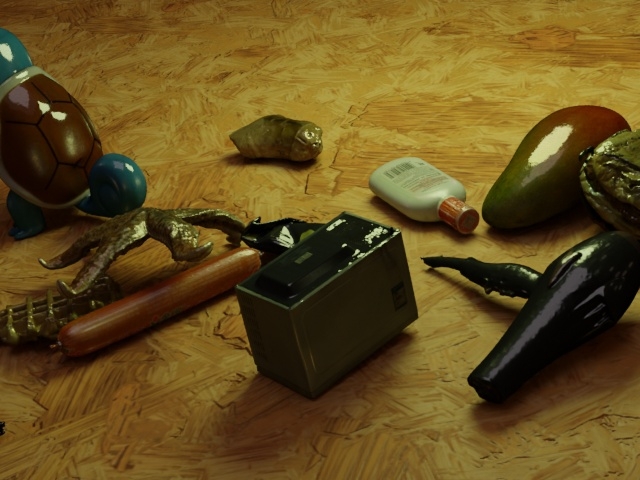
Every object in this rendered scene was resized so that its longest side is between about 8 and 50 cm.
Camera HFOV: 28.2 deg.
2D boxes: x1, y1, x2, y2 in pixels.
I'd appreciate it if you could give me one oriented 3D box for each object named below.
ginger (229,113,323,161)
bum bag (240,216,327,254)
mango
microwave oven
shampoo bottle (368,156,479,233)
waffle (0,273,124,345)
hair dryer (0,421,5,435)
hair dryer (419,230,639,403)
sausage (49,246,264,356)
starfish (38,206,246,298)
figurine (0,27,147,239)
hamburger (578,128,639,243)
[{"bbox_3d":[-0.072,-0.177,2.223,0.190,0.069,0.095,9,29,31],"label":"ginger"},{"bbox_3d":[0.000,0.000,1.889,0.232,0.060,0.106,8,17,28],"label":"bum bag"},{"bbox_3d":[0.366,-0.114,1.935,0.146,0.129,0.289,16,46,35],"label":"mango"},{"bbox_3d":[0.006,0.077,1.653,0.205,0.163,0.129,-34,35,-32],"label":"microwave oven"},{"bbox_3d":[0.168,-0.069,1.979,0.108,0.051,0.221,-20,31,-21],"label":"shampoo bottle"},{"bbox_3d":[-0.381,0.100,1.841,0.160,0.046,0.192,5,27,41],"label":"waffle"},{"bbox_3d":[-0.486,0.227,1.641,0.181,0.064,0.117,7,30,12],"label":"hair dryer"},{"bbox_3d":[0.230,0.080,1.691,0.303,0.120,0.359,-41,29,-22],"label":"hair dryer"},{"bbox_3d":[-0.225,0.086,1.812,0.347,0.053,0.053,-24,32,-26],"label":"sausage"},{"bbox_3d":[-0.255,-0.002,1.882,0.327,0.094,0.375,-14,12,-24],"label":"starfish"},{"bbox_3d":[-0.473,-0.154,2.116,0.416,0.243,0.298,44,53,7],"label":"figurine"},{"bbox_3d":[0.468,-0.077,1.833,0.206,0.130,0.183,-20,55,-42],"label":"hamburger"}]
